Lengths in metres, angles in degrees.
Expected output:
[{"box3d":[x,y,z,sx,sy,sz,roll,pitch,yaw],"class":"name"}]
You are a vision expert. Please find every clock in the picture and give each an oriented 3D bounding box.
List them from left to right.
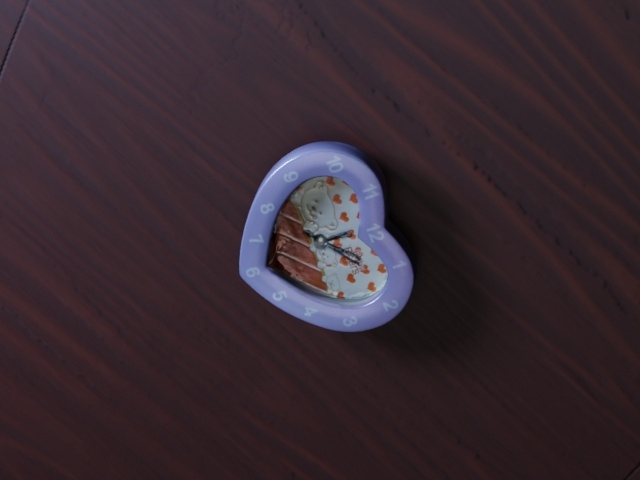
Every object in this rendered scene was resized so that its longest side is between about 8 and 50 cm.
[{"box3d":[0.000,0.000,1.618,0.172,0.064,0.198,-19,106,14],"class":"clock"}]
